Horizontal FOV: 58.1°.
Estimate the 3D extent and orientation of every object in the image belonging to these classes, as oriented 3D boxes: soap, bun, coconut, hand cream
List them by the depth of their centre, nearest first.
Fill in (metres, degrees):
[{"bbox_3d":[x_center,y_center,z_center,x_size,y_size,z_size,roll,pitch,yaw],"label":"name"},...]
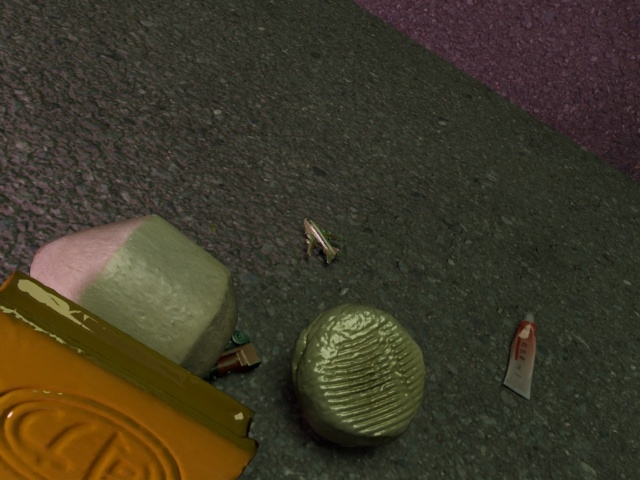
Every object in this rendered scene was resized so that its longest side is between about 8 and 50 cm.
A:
[{"bbox_3d":[-0.247,0.204,0.619,0.324,0.204,0.096,36,5,-18],"label":"soap"},{"bbox_3d":[-0.252,0.084,0.762,0.266,0.237,0.237,35,37,-16],"label":"coconut"},{"bbox_3d":[0.048,0.210,0.903,0.220,0.134,0.221,6,72,-21],"label":"bun"},{"bbox_3d":[0.417,0.230,1.192,0.052,0.038,0.216,10,39,19],"label":"hand cream"}]

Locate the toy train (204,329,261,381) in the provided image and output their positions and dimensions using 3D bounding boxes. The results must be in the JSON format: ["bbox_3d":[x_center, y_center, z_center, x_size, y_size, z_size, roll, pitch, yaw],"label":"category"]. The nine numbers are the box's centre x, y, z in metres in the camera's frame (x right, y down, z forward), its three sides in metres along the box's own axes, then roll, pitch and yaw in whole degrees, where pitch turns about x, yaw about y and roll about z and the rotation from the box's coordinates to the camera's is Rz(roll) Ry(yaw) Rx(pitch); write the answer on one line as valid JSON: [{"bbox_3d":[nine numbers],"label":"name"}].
[{"bbox_3d":[-0.148,0.180,0.891,0.103,0.044,0.064,-11,65,-39],"label":"toy train"}]

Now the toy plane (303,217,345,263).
[{"bbox_3d":[0.000,0.000,1.170,0.102,0.040,0.111,-21,60,-45],"label":"toy plane"}]
